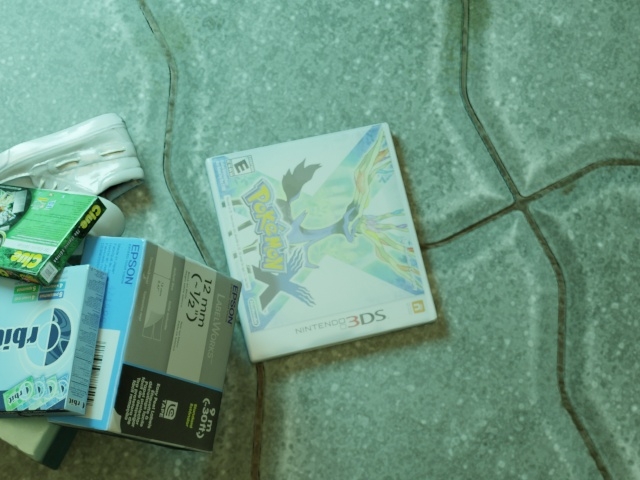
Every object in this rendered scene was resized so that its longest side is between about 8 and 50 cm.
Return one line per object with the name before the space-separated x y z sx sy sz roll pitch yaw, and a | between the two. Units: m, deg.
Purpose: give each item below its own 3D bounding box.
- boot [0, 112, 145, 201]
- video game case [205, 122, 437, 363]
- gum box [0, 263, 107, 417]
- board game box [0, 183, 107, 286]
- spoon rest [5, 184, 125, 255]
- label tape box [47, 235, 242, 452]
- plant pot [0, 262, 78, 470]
boot | -0.398 -0.091 1.752 0.258 0.095 0.123 -24 81 -8
video game case | 0.000 0.000 1.804 0.300 0.036 0.329 -12 80 -8
gum box | -0.352 0.129 1.457 0.157 0.041 0.184 -7 67 31
board game box | -0.411 -0.013 1.539 0.260 0.030 0.136 9 52 40
spoon rest | -0.427 -0.035 1.707 0.276 0.137 0.084 4 56 -17
label tape box | -0.200 0.158 1.596 0.115 0.348 0.249 1 75 32
plant pot | -0.415 0.147 1.629 0.248 0.247 0.252 32 75 1
